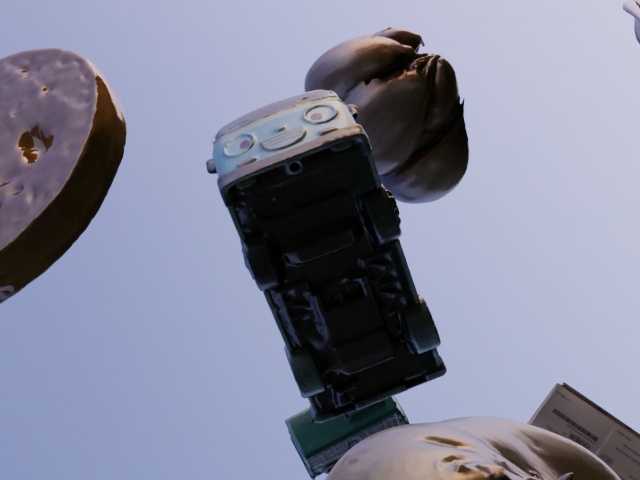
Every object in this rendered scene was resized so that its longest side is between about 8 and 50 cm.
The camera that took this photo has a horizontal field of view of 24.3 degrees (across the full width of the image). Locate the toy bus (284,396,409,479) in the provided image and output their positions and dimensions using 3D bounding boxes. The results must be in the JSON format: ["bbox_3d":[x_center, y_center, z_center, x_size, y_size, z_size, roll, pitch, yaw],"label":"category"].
[{"bbox_3d":[0.038,0.255,2.075,0.079,0.160,0.092,60,173,32],"label":"toy bus"}]

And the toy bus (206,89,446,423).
[{"bbox_3d":[0.000,0.000,1.257,0.164,0.133,0.271,-112,1,-53],"label":"toy bus"}]

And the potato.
[{"bbox_3d":[0.046,0.090,0.413,0.070,0.091,0.138,-52,-25,11],"label":"potato"}]

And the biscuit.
[{"bbox_3d":[-0.271,0.014,0.989,0.355,0.275,0.052,-47,-48,-8],"label":"biscuit"}]

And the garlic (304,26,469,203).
[{"bbox_3d":[0.078,-0.147,1.811,0.160,0.191,0.214,-14,-104,-32],"label":"garlic"}]

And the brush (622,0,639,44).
[{"bbox_3d":[0.145,-0.023,0.417,0.327,0.070,0.065,-87,-8,-74],"label":"brush"}]

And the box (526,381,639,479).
[{"bbox_3d":[0.247,0.186,1.236,0.051,0.130,0.129,-52,-28,-5],"label":"box"}]
